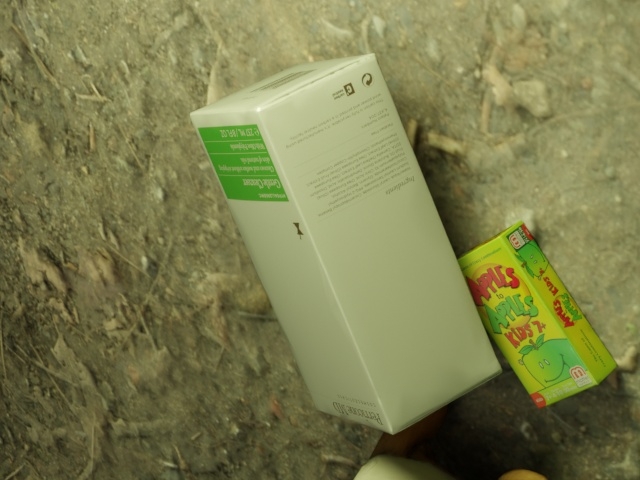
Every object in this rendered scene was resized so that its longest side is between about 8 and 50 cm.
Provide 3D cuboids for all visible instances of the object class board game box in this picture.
[{"bbox_3d":[0.219,0.079,1.700,0.181,0.043,0.092,56,139,-1],"label":"board game box"}]

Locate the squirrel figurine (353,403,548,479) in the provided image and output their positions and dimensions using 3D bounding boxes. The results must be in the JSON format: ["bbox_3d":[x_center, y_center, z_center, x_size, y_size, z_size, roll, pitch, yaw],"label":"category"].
[{"bbox_3d":[0.163,0.424,1.814,0.370,0.281,0.397,29,121,8],"label":"squirrel figurine"}]

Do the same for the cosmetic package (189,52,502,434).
[{"bbox_3d":[0.027,0.001,1.717,0.197,0.155,0.365,2,117,65],"label":"cosmetic package"}]
